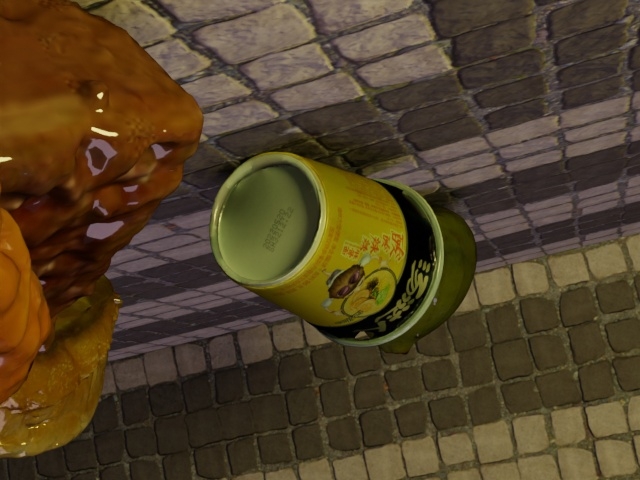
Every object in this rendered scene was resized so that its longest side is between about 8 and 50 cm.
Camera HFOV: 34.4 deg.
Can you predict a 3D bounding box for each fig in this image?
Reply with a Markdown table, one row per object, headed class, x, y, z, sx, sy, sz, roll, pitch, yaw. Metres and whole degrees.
| class | x | y | z | sx | sy | sz | roll | pitch | yaw |
| --- | --- | --- | --- | --- | --- | --- | --- | --- | --- |
| fig | 0.127 | 0.059 | 1.490 | 0.202 | 0.225 | 0.203 | 0 | -170 | 0 |

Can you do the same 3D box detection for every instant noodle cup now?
| class | x | y | z | sx | sy | sz | roll | pitch | yaw |
| --- | --- | --- | --- | --- | --- | --- | --- | --- | --- |
| instant noodle cup | 0.000 | 0.000 | 1.165 | 0.215 | 0.216 | 0.236 | -17 | 158 | 26 |

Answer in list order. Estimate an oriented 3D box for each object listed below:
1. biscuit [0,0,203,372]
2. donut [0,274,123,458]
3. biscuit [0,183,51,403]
| class | x | y | z | sx | sy | sz | roll | pitch | yaw |
| --- | --- | --- | --- | --- | --- | --- | --- | --- | --- |
| biscuit | -0.303 | 0.003 | 0.676 | 0.342 | 0.166 | 0.395 | -19 | 161 | -47 |
| donut | -0.355 | 0.082 | 1.017 | 0.330 | 0.330 | 0.160 | -3 | 131 | -39 |
| biscuit | -0.260 | 0.031 | 0.376 | 0.318 | 0.111 | 0.312 | -18 | 156 | -16 |
